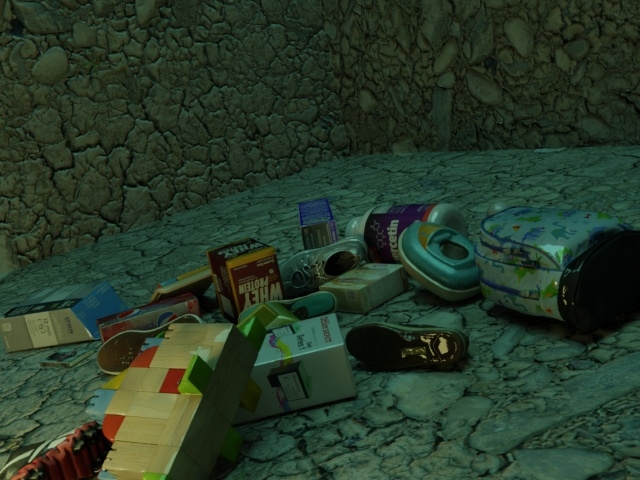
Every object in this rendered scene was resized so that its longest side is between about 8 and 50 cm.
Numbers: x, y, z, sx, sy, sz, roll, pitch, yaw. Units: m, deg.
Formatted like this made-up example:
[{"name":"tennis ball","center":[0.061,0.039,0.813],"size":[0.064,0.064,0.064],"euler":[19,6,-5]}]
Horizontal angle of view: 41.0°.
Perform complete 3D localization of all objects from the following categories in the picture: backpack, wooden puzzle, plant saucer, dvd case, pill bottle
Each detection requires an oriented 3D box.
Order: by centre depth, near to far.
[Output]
[{"name":"backpack","center":[0.496,0.049,1.838],"size":[0.290,0.274,0.355],"euler":[-27,6,-26]},{"name":"plant saucer","center":[-0.147,0.211,1.938],"size":[0.188,0.045,0.188],"euler":[-41,20,-9]},{"name":"dvd case","center":[-0.663,0.305,2.236],"size":[0.119,0.013,0.087],"euler":[-2,17,33]},{"name":"pill bottle","center":[0.231,-0.009,2.367],"size":[0.322,0.182,0.181],"euler":[-1,17,40]},{"name":"wooden puzzle","center":[-0.397,0.140,2.419],"size":[0.220,0.044,0.238],"euler":[-22,-12,-35]}]

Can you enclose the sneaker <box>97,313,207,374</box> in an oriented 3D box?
[{"name":"sneaker","center":[-0.390,0.264,2.057],"size":[0.290,0.106,0.123],"euler":[-17,-21,13]}]

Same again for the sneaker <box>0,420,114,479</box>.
[{"name":"sneaker","center":[-0.476,0.395,1.529],"size":[0.135,0.098,0.276],"euler":[0,19,33]}]

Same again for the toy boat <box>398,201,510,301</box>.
[{"name":"toy boat","center":[0.348,0.009,2.115],"size":[0.318,0.148,0.267],"euler":[-23,45,-32]}]

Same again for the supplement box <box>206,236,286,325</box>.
[{"name":"supplement box","center":[-0.190,0.110,2.230],"size":[0.129,0.192,0.194],"euler":[-18,15,-21]}]

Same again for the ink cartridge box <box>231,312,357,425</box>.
[{"name":"ink cartridge box","center":[-0.080,0.254,1.711],"size":[0.278,0.117,0.201],"euler":[-13,14,-1]}]

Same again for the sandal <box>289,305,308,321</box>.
[{"name":"sandal","center":[-0.064,0.226,1.957],"size":[0.089,0.060,0.219],"euler":[-18,27,7]}]

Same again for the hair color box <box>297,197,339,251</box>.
[{"name":"hair color box","center":[0.000,0.000,2.524],"size":[0.110,0.185,0.339],"euler":[-10,14,1]}]

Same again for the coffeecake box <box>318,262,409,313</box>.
[{"name":"coffeecake box","center":[0.113,0.120,2.190],"size":[0.142,0.068,0.185],"euler":[0,18,45]}]

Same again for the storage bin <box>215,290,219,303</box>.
[{"name":"storage bin","center":[-0.219,0.127,2.422],"size":[0.091,0.098,0.135],"euler":[12,25,36]}]

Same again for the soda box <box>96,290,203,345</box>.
[{"name":"soda box","center":[-0.448,0.217,2.255],"size":[0.263,0.084,0.092],"euler":[-16,15,-18]}]

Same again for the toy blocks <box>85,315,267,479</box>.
[{"name":"toy blocks","center":[-0.283,0.290,1.498],"size":[0.260,0.191,0.382],"euler":[-4,48,31]}]

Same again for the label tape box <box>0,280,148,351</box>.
[{"name":"label tape box","center":[-0.707,0.207,2.465],"size":[0.347,0.115,0.249],"euler":[-11,14,13]}]

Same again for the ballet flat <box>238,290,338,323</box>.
[{"name":"ballet flat","center":[-0.077,0.184,2.111],"size":[0.248,0.086,0.086],"euler":[-11,14,1]}]

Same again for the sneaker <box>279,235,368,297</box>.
[{"name":"sneaker","center":[-0.008,0.072,2.303],"size":[0.281,0.105,0.115],"euler":[-29,9,10]}]

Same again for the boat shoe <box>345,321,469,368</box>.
[{"name":"boat shoe","center":[0.180,0.213,1.745],"size":[0.257,0.095,0.095],"euler":[3,5,29]}]

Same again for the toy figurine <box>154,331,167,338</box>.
[{"name":"toy figurine","center":[-0.272,0.276,1.878],"size":[0.159,0.130,0.173],"euler":[7,-5,19]}]
